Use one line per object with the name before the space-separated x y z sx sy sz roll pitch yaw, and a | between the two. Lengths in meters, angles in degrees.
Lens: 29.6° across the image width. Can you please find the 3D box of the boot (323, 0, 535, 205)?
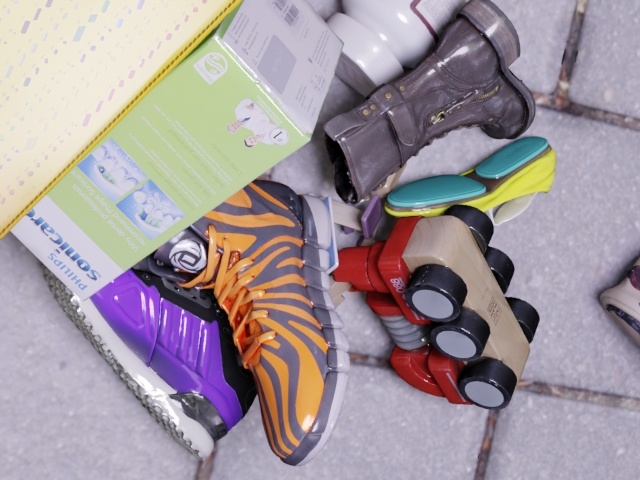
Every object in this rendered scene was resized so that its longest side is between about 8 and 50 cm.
boot | 0.104 -0.120 1.253 0.229 0.091 0.263 -42 153 -4

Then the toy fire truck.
toy fire truck | 0.078 0.089 1.304 0.217 0.246 0.158 58 45 -34

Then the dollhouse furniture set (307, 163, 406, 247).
dollhouse furniture set | 0.040 -0.054 1.335 0.081 0.091 0.114 19 63 19

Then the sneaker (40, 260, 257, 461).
sneaker | -0.162 0.074 1.244 0.146 0.102 0.293 -41 111 -16

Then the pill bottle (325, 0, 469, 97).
pill bottle | 0.099 -0.259 1.267 0.121 0.121 0.221 43 83 -19

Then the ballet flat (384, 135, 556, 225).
ballet flat | 0.172 -0.045 1.335 0.231 0.077 0.077 -23 120 -29

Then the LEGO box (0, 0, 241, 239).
LEGO box | -0.217 -0.221 1.033 0.500 0.372 0.193 -46 109 -7

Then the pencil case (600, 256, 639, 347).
pencil case | 0.514 0.000 1.411 0.410 0.183 0.160 -42 108 -8

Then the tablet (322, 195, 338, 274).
tablet | 0.000 0.000 1.280 0.006 0.054 0.083 12 58 -31

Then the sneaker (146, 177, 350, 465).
sneaker | -0.080 0.063 1.176 0.180 0.321 0.124 19 131 -28

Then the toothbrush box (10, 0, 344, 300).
toothbrush box | -0.132 -0.103 1.101 0.283 0.206 0.122 -35 110 28
